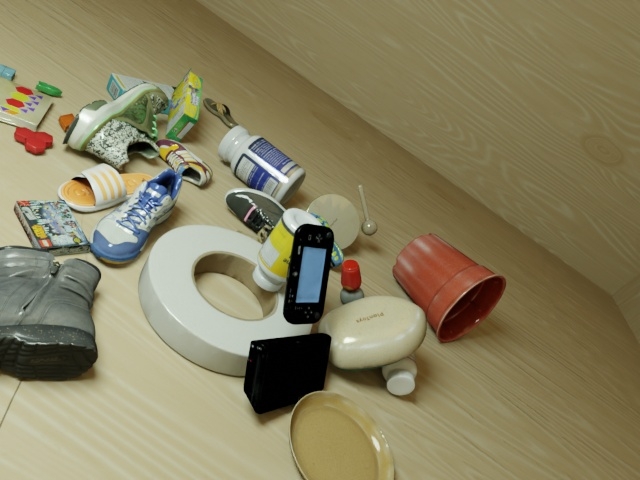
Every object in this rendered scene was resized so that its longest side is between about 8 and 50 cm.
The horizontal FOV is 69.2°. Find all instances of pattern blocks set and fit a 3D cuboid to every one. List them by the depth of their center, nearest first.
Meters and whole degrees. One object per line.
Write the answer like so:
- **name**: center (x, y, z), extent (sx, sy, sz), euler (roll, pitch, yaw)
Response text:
- **pattern blocks set**: center (-0.763, -0.339, 1.155), extent (0.285, 0.026, 0.325), euler (24, 30, -20)

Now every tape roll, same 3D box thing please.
- **tape roll**: center (-0.197, 0.118, 1.030), extent (0.392, 0.072, 0.392), euler (27, 29, -16)

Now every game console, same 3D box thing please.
- **game console**: center (-0.044, 0.146, 0.913), extent (0.044, 0.361, 0.213), euler (8, 0, 37)

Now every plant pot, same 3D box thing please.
- **plant pot**: center (0.037, 0.403, 0.894), extent (0.236, 0.032, 0.236), euler (26, 29, -16)
- **plant pot**: center (0.387, 0.131, 1.470), extent (0.272, 0.272, 0.265), euler (6, 33, -43)

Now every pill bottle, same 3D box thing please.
- **pill bottle**: center (-0.077, 0.026, 1.030), extent (0.103, 0.184, 0.103), euler (26, 30, -16)
- **pill bottle**: center (0.195, 0.301, 1.159), extent (0.087, 0.087, 0.160), euler (29, 30, -12)
- **pill bottle**: center (-0.191, -0.241, 1.493), extent (0.265, 0.153, 0.153), euler (39, 28, 5)

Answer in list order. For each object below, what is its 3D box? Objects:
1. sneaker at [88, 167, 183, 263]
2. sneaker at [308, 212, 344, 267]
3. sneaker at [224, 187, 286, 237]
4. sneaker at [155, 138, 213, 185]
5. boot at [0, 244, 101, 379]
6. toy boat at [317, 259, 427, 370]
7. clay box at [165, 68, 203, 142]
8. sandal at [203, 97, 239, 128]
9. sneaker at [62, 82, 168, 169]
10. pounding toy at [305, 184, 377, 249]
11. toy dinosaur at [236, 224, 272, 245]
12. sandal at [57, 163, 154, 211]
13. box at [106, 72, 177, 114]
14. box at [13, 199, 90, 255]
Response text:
- **sneaker**: center (-0.402, -0.070, 1.028), extent (0.112, 0.131, 0.296), euler (31, 32, -13)
- **sneaker**: center (0.000, 0.000, 1.397), extent (0.067, 0.078, 0.188), euler (-11, 69, -48)
- **sneaker**: center (-0.142, -0.036, 1.283), extent (0.296, 0.104, 0.147), euler (34, 23, -12)
- **sneaker**: center (-0.400, -0.225, 1.331), extent (0.185, 0.069, 0.084), euler (31, 23, -6)
- **boot**: center (-0.514, 0.091, 0.708), extent (0.338, 0.118, 0.222), euler (25, 25, -41)
- **toy boat**: center (0.115, 0.193, 1.164), extent (0.268, 0.148, 0.318), euler (-11, 37, -8)
- **clay box**: center (-0.433, -0.435, 1.482), extent (0.053, 0.127, 0.222), euler (25, 48, -36)
- **sandal**: center (-0.376, -0.498, 1.790), extent (0.180, 0.049, 0.072), euler (43, 29, 14)
- **sneaker**: center (-0.513, -0.298, 1.281), extent (0.182, 0.158, 0.410), euler (45, 30, -14)
- **pounding toy**: center (0.049, -0.061, 1.514), extent (0.237, 0.110, 0.183), euler (-20, 89, -17)
- **toy dinosaur**: center (-0.160, 0.007, 1.216), extent (0.183, 0.092, 0.053), euler (41, 24, 18)
- **sandal**: center (-0.489, -0.144, 1.097), extent (0.102, 0.076, 0.265), euler (40, 31, 11)
- **box**: center (-0.568, -0.480, 1.544), extent (0.244, 0.060, 0.100), euler (-5, 49, -50)
- **box**: center (-0.536, -0.027, 0.927), extent (0.094, 0.027, 0.137), euler (-10, 52, -52)
